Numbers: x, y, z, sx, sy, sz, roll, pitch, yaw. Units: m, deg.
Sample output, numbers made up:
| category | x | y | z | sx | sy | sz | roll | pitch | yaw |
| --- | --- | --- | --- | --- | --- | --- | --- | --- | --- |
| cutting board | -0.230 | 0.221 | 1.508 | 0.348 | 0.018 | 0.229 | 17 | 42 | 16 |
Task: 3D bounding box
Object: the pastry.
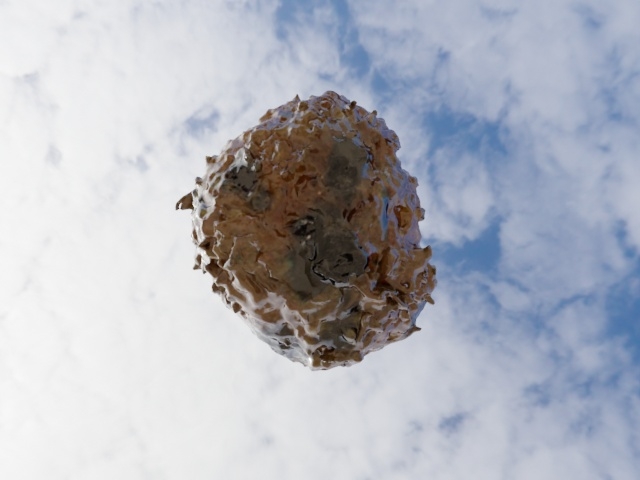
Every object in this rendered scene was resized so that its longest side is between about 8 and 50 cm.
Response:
| category | x | y | z | sx | sy | sz | roll | pitch | yaw |
| --- | --- | --- | --- | --- | --- | --- | --- | --- | --- |
| pastry | -0.015 | -0.005 | 0.810 | 0.337 | 0.292 | 0.406 | -18 | -83 | -22 |
